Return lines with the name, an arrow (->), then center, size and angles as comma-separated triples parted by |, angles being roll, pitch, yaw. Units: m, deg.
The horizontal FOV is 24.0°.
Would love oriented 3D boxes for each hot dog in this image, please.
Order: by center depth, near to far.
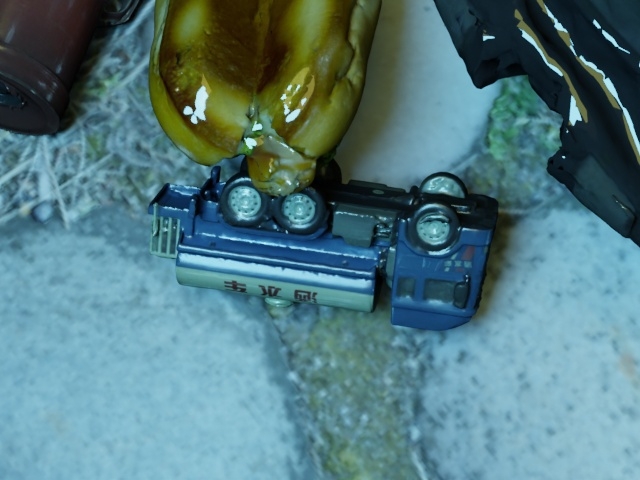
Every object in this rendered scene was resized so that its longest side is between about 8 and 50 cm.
hot dog -> -0.030, -0.149, 0.910 | 0.135, 0.100, 0.337 | 0, 47, 2

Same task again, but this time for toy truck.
toy truck -> 0.000, 0.000, 0.887 | 0.202, 0.074, 0.088 | 8, 109, 6

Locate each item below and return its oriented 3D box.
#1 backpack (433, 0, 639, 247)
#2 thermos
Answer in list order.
backpack -> 0.275, -0.185, 0.871 | 0.446, 0.255, 0.363 | -27, 71, -24
thermos -> -0.165, -0.187, 0.963 | 0.124, 0.099, 0.232 | 31, 66, -27
